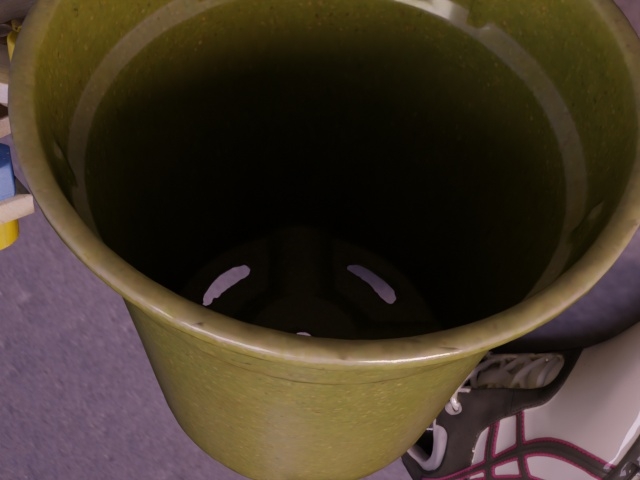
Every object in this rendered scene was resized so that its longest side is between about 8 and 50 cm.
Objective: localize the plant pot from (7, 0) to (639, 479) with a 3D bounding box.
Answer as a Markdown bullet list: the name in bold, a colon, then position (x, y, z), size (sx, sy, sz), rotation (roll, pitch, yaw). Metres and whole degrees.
- **plant pot**: position (0.000, 0.000, 0.537), size (0.276, 0.276, 0.254), rotation (26, 147, 13)

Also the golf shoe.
- **golf shoe**: position (0.132, 0.112, 0.635), size (0.120, 0.105, 0.273), rotation (41, 137, 8)

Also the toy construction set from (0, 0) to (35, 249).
- **toy construction set**: position (-0.247, -0.139, 0.589), size (0.328, 0.215, 0.151), rotation (31, 136, 7)
